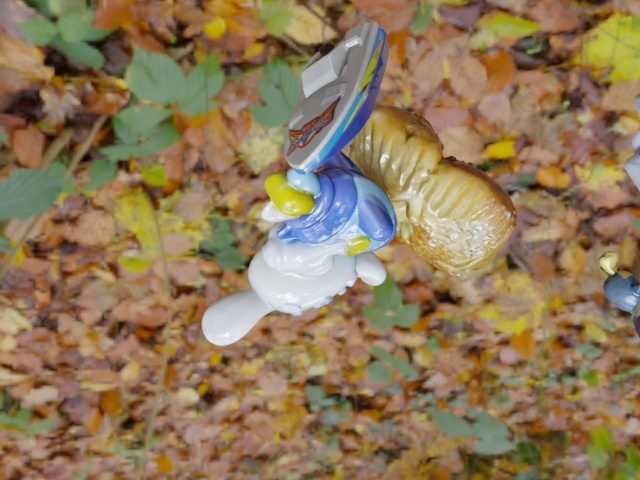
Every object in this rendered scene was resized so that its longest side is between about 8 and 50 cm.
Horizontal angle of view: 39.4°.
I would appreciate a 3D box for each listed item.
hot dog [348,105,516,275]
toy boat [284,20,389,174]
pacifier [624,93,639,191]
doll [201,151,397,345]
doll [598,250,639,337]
[{"bbox_3d":[0.199,-0.099,1.697,0.367,0.196,0.365,37,178,9],"label":"hot dog"},{"bbox_3d":[0.013,-0.179,1.167,0.129,0.295,0.088,-27,119,34],"label":"toy boat"},{"bbox_3d":[0.557,-0.112,1.247,0.225,0.287,0.238,-34,164,10],"label":"pacifier"},{"bbox_3d":[0.007,0.005,1.458,0.376,0.187,0.366,-41,160,-45],"label":"doll"},{"bbox_3d":[0.477,0.087,1.303,0.089,0.179,0.102,-34,154,5],"label":"doll"}]
